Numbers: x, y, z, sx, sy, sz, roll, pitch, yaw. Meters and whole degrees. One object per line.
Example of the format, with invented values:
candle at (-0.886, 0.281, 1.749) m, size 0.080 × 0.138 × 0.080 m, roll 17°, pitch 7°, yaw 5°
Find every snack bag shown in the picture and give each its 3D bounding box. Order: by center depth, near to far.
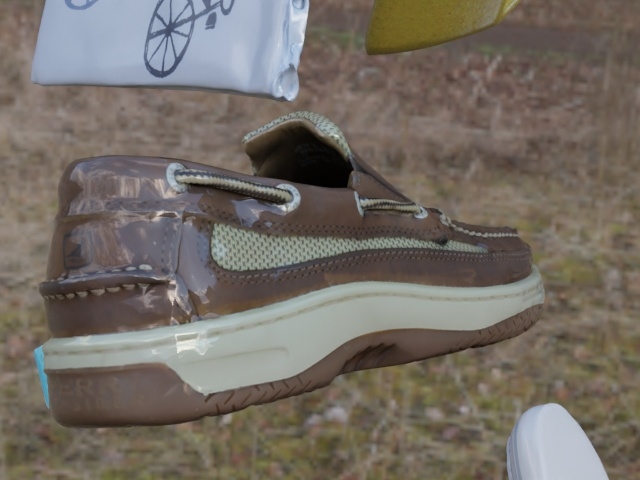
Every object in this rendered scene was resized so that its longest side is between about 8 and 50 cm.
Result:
snack bag at (-0.089, -0.263, 0.959) m, size 0.037 × 0.323 × 0.343 m, roll 13°, pitch -2°, yaw -41°

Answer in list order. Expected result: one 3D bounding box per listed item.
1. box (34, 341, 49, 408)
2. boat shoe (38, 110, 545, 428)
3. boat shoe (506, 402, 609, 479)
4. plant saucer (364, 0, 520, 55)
box at (-0.119, 0.075, 1.140) m, size 0.244 × 0.060 × 0.100 m, roll -30°, pitch -28°, yaw 19°
boat shoe at (0.007, -0.001, 0.477) m, size 0.095 × 0.095 × 0.257 m, roll -9°, pitch -1°, yaw 32°
boat shoe at (0.113, 0.171, 0.626) m, size 0.063 × 0.184 × 0.066 m, roll -16°, pitch 3°, yaw 35°
plant saucer at (0.180, -0.312, 0.953) m, size 0.081 × 0.333 × 0.333 m, roll 33°, pitch 53°, yaw 14°
